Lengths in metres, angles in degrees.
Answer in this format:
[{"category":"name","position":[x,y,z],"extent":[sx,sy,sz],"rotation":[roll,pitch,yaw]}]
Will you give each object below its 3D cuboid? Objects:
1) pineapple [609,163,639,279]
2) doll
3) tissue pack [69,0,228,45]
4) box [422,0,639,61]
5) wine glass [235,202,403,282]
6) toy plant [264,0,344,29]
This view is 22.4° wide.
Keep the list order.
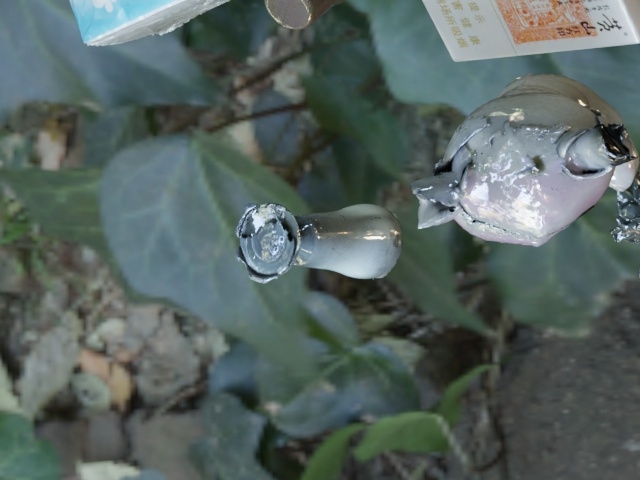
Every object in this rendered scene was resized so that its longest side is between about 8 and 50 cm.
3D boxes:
[{"category":"pineapple","position":[0.405,0.026,1.658],"extent":[0.279,0.158,0.158],"rotation":[43,116,24]},{"category":"doll","position":[0.144,-0.056,1.067],"extent":[0.149,0.192,0.095],"rotation":[-12,101,19]},{"category":"tissue pack","position":[-0.157,-0.329,1.440],"extent":[0.201,0.124,0.271],"rotation":[-17,93,36]},{"category":"box","position":[0.168,-0.223,1.327],"extent":[0.201,0.058,0.141],"rotation":[1,130,45]},{"category":"wine glass","position":[0.000,0.000,1.399],"extent":[0.072,0.155,0.072],"rotation":[0,90,38]},{"category":"toy plant","position":[0.007,-0.330,1.828],"extent":[0.105,0.200,0.143],"rotation":[27,150,4]}]
